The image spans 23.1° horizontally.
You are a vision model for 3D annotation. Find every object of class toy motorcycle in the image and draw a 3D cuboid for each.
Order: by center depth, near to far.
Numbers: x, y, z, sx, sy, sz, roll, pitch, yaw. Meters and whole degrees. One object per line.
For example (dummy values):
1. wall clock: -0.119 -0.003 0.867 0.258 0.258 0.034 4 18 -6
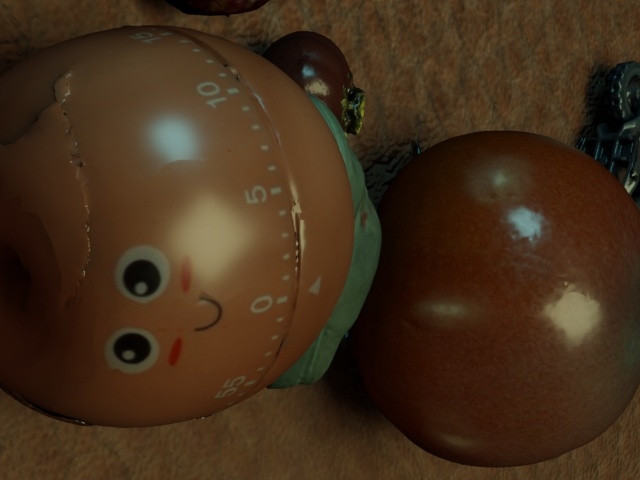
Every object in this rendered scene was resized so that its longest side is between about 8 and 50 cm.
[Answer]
1. toy motorcycle: 0.286 -0.055 1.449 0.118 0.084 0.212 27 71 -40

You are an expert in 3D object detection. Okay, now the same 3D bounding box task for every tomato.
1. tomato: 0.138 0.045 1.189 0.256 0.224 0.256 -13 104 -63

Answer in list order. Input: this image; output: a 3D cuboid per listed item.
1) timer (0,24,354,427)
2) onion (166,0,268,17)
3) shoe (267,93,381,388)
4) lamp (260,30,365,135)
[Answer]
1. timer: -0.101 -0.007 0.892 0.215 0.229 0.230 -16 109 -39
2. onion: -0.065 -0.196 1.006 0.107 0.097 0.107 11 71 -36
3. shoe: 0.000 0.000 1.046 0.100 0.103 0.251 -17 143 -25
4. lamp: -0.015 -0.095 1.084 0.101 0.090 0.101 7 90 -86
